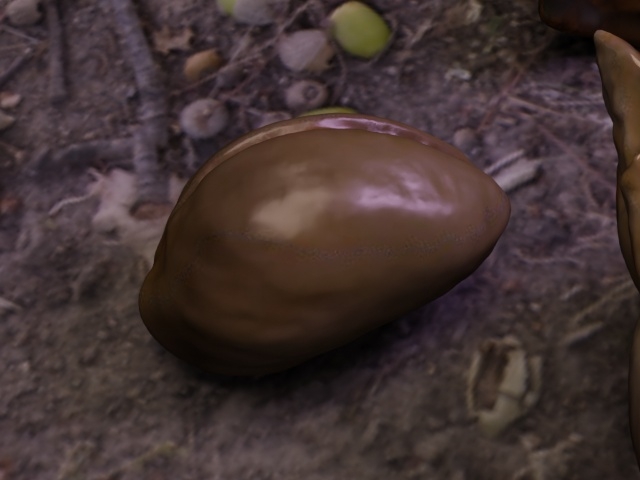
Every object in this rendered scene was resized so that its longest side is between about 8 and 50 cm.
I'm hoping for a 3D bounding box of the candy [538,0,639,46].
[{"bbox_3d":[0.250,-0.149,0.794,0.271,0.101,0.143,9,52,7],"label":"candy"}]

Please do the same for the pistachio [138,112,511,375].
[{"bbox_3d":[0.000,0.000,0.716,0.185,0.124,0.124,-10,55,-7],"label":"pistachio"}]

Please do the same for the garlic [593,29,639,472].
[{"bbox_3d":[0.262,0.031,0.601,0.313,0.249,0.286,2,37,-15],"label":"garlic"}]
